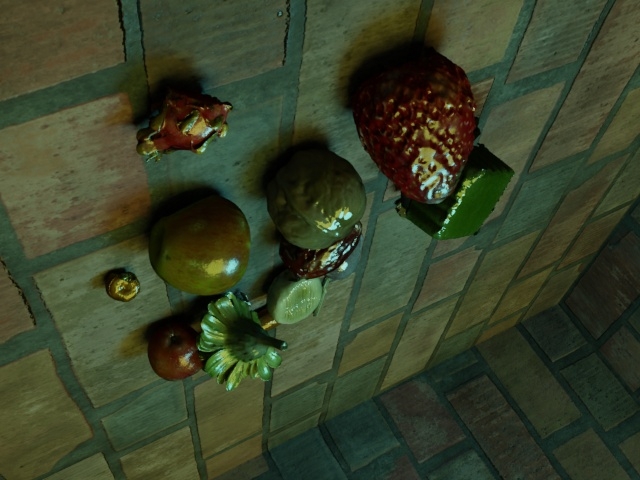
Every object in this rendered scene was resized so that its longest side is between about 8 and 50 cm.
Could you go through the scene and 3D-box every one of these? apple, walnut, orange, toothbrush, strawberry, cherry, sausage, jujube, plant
[{"bbox_3d":[-0.289,0.009,1.687,0.226,0.246,0.246,5,138,-23],"label":"apple"},{"bbox_3d":[-0.008,-0.099,1.758,0.248,0.248,0.248,-25,152,-15],"label":"walnut"},{"bbox_3d":[-0.494,0.114,1.767,0.086,0.062,0.086,-5,105,-20],"label":"orange"},{"bbox_3d":[0.008,0.185,2.447,0.028,0.026,0.294,-17,149,-29],"label":"toothbrush"},{"bbox_3d":[0.232,-0.274,1.645,0.292,0.310,0.291,-21,152,-12],"label":"strawberry"},{"bbox_3d":[0.051,0.036,2.118,0.176,0.140,0.176,-155,-90,-90],"label":"cherry"},{"bbox_3d":[-0.159,0.251,2.325,0.198,0.076,0.076,-27,152,-11],"label":"sausage"},{"bbox_3d":[0.000,0.000,1.975,0.243,0.183,0.183,-40,152,2],"label":"jujube"},{"bbox_3d":[-0.217,0.269,2.085,0.306,0.261,0.297,10,140,-38],"label":"plant"}]

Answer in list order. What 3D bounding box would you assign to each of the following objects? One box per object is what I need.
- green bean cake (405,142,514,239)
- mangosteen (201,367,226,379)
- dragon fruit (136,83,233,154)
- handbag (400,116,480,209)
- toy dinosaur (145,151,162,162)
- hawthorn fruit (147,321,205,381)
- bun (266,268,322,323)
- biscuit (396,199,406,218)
[{"bbox_3d":[0.378,-0.133,1.939,0.250,0.156,0.247,-6,132,-48],"label":"green bean cake"},{"bbox_3d":[-0.311,0.361,2.260,0.200,0.200,0.200,-25,152,-15],"label":"mangosteen"},{"bbox_3d":[-0.272,-0.230,1.379,0.208,0.150,0.133,-30,-175,4],"label":"dragon fruit"},{"bbox_3d":[0.347,-0.220,2.056,0.257,0.113,0.285,-31,146,-17],"label":"handbag"},{"bbox_3d":[-0.348,-0.197,1.457,0.041,0.026,0.113,-24,149,-21],"label":"toy dinosaur"},{"bbox_3d":[-0.423,0.320,2.073,0.173,0.173,0.173,-25,152,-15],"label":"hawthorn fruit"},{"bbox_3d":[-0.089,0.156,2.198,0.178,0.128,0.193,-18,138,-26],"label":"bun"},{"bbox_3d":[0.284,-0.113,2.259,0.119,0.019,0.130,-23,150,-20],"label":"biscuit"}]
